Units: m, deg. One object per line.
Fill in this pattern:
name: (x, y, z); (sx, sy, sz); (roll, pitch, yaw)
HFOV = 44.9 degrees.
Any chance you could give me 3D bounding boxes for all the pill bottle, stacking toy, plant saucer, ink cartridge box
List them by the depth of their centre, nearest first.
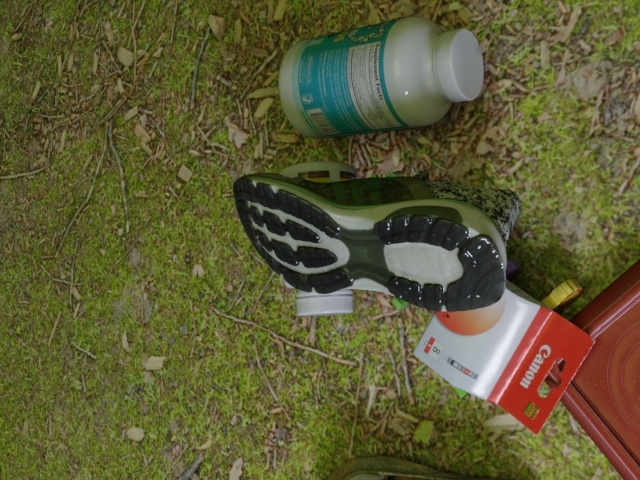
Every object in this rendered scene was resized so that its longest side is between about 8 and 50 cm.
plant saucer: (0.393, 0.153, 0.856); (0.258, 0.048, 0.259); (-48, 60, 24)
ink cartridge box: (0.215, 0.129, 0.938); (0.179, 0.045, 0.145); (38, 112, 35)
stacking toy: (0.204, 0.073, 1.003); (0.221, 0.052, 0.167); (-49, 60, 25)
pill bottle: (0.083, -0.222, 1.059); (0.264, 0.146, 0.146); (-1, 86, 36)
pill bottle: (0.000, 0.000, 1.122); (0.117, 0.117, 0.214); (-9, 81, 36)

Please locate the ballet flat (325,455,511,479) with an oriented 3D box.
ballet flat: (0.116, 0.350, 1.009); (0.349, 0.123, 0.123); (-6, 83, 37)

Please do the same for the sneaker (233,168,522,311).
sneaker: (0.071, -0.027, 0.989); (0.411, 0.182, 0.158); (13, 126, 33)
